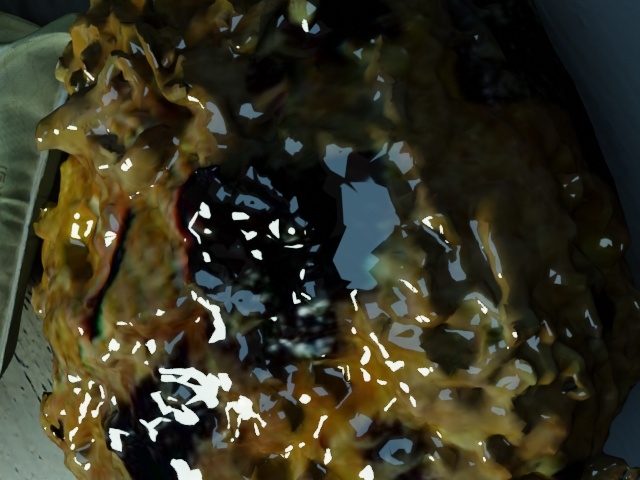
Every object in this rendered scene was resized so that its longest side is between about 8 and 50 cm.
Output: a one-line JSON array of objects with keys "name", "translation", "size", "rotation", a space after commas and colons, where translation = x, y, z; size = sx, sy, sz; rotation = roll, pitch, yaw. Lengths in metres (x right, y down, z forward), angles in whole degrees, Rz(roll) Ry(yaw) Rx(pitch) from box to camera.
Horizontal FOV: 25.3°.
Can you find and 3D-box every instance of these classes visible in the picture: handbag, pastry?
[{"name": "handbag", "translation": [-0.257, -0.043, 0.961], "size": [0.183, 0.117, 0.270], "rotation": [20, 100, 24]}, {"name": "pastry", "translation": [0.012, 0.012, 0.775], "size": [0.337, 0.292, 0.405], "rotation": [8, 95, 30]}]
